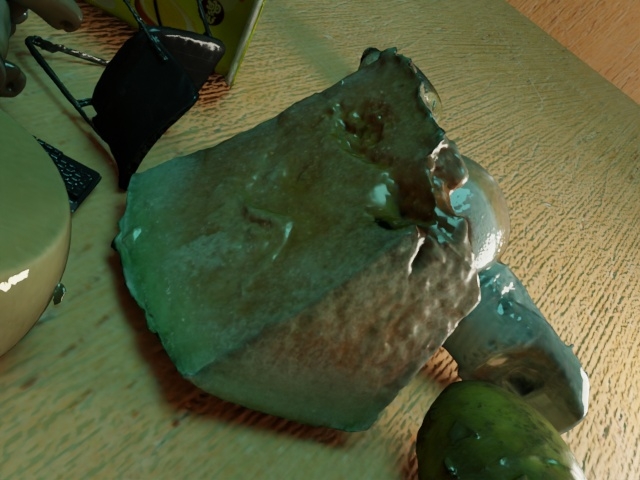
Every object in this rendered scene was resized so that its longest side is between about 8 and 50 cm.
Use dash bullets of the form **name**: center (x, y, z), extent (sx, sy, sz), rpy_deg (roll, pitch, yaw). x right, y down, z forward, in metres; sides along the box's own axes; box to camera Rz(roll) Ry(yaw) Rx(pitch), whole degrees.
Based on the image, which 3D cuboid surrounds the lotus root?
- **lotus root**: center (0.110, -0.232, 1.407), extent (0.113, 0.088, 0.192), rpy_deg (7, 38, -33)

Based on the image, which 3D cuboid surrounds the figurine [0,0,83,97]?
- **figurine**: center (-0.321, -0.253, 0.818), extent (0.203, 0.248, 0.380), rpy_deg (32, 34, -38)

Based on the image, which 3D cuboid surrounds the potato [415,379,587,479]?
- **potato**: center (0.150, 0.210, 0.737), extent (0.149, 0.113, 0.251), rpy_deg (14, 25, -23)

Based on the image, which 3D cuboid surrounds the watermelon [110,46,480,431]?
- **watermelon**: center (-0.001, 0.012, 0.791), extent (0.264, 0.302, 0.151), rpy_deg (64, 0, 43)

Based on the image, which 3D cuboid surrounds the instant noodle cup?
- **instant noodle cup**: center (-0.153, -0.364, 1.108), extent (0.222, 0.311, 0.311), rpy_deg (20, 30, -10)

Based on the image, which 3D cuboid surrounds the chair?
- **chair**: center (-0.167, -0.162, 0.926), extent (0.145, 0.140, 0.221), rpy_deg (5, 44, -52)

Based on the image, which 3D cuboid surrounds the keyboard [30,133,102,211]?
- **keyboard**: center (-0.286, -0.090, 0.800), extent (0.196, 0.015, 0.074), rpy_deg (29, 25, -8)

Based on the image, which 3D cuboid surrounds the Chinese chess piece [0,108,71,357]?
- **Chinese chess piece**: center (-0.294, -0.021, 0.594), extent (0.273, 0.102, 0.273), rpy_deg (27, 27, -15)

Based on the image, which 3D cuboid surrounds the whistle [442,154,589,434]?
- **whistle**: center (0.137, 0.048, 0.919), extent (0.348, 0.189, 0.189), rpy_deg (55, 31, 9)
